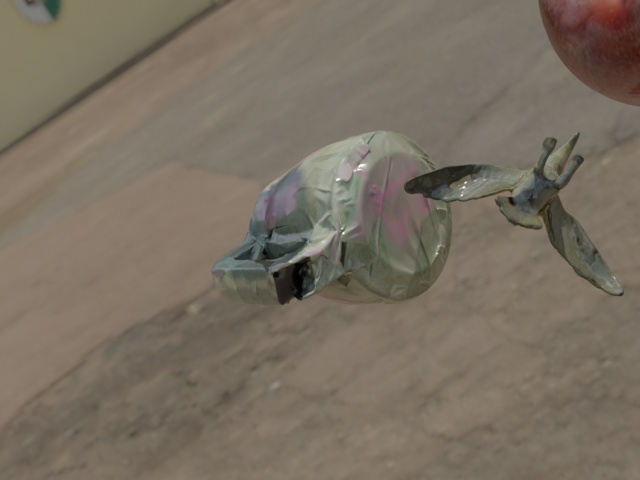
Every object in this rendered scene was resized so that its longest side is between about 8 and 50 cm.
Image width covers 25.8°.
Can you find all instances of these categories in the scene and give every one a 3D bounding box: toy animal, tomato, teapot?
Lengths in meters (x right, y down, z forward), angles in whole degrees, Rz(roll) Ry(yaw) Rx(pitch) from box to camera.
[{"bbox_3d":[0.209,-0.052,1.262,0.155,0.219,0.095,-53,-6,-19],"label":"toy animal"},{"bbox_3d":[0.354,-0.260,1.365,0.270,0.227,0.270,-22,62,48],"label":"tomato"},{"bbox_3d":[0.010,0.008,1.358,0.178,0.163,0.221,-11,43,48],"label":"teapot"}]
